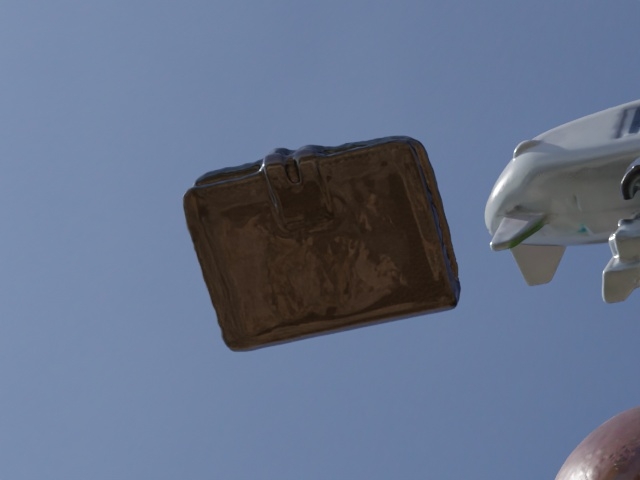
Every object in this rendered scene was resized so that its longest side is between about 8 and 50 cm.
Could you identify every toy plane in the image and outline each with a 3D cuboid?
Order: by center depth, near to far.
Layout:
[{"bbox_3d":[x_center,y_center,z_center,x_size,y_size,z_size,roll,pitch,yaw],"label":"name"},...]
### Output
[{"bbox_3d":[0.160,-0.029,0.951,0.174,0.174,0.080,-22,-66,17],"label":"toy plane"}]

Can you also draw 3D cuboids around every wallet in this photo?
[{"bbox_3d":[0.000,0.000,1.153,0.153,0.039,0.118,-10,-76,20],"label":"wallet"}]

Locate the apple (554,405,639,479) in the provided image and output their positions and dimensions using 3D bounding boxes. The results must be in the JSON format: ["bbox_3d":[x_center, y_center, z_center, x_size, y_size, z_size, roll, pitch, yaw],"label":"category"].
[{"bbox_3d":[0.222,0.183,1.155,0.181,0.168,0.181,0,-89,1],"label":"apple"}]
